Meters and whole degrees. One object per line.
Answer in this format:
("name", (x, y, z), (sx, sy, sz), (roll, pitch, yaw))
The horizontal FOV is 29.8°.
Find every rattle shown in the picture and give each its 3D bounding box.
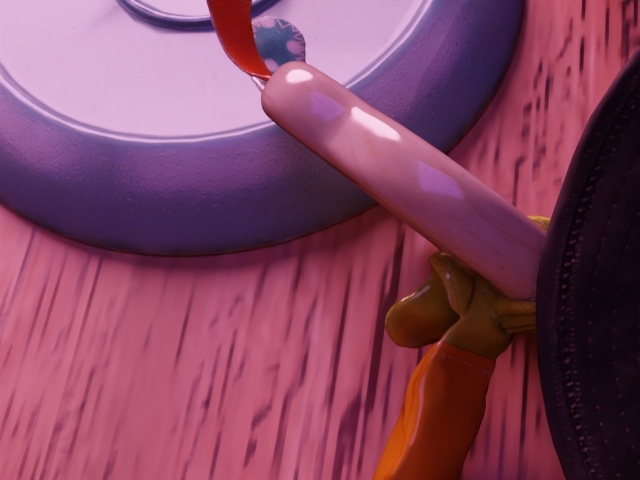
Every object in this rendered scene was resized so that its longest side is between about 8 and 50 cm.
("rattle", (0.000, 0.000, 0.488), (0.200, 0.130, 0.143), (35, 108, 5))

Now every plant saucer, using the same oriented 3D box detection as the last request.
("plant saucer", (-0.055, -0.138, 0.619), (0.317, 0.043, 0.317), (-4, 59, 6))

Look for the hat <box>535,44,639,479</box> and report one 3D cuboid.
("hat", (0.193, 0.027, 0.293), (0.331, 0.134, 0.331), (1, 92, 29))
